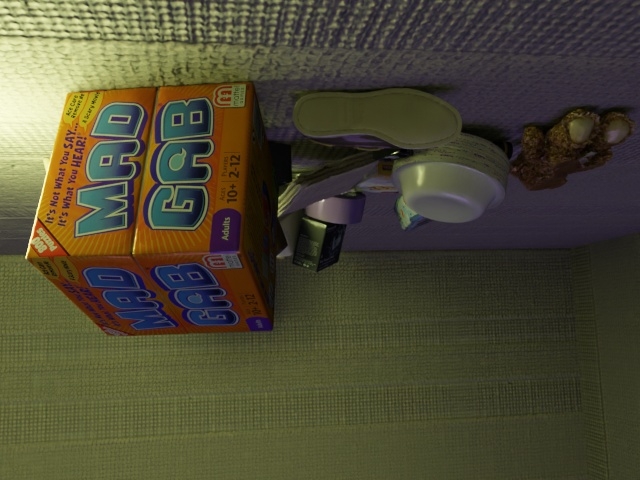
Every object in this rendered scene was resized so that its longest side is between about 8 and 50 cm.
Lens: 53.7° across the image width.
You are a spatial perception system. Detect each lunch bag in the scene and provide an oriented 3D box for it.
[{"bbox_3d":[0.364,-0.126,1.977,0.243,0.115,0.303,-21,176,-5],"label":"lunch bag"}]

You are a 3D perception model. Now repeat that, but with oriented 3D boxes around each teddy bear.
[{"bbox_3d":[0.585,-0.228,1.506,0.245,0.113,0.338,-9,164,4],"label":"teddy bear"}]

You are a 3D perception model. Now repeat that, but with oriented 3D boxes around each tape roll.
[{"bbox_3d":[0.042,-0.116,1.963,0.189,0.080,0.189,10,-164,-3],"label":"tape roll"}]

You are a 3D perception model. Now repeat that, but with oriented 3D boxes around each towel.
[{"bbox_3d":[0.012,-0.150,1.644,0.282,0.049,0.187,-22,170,-36],"label":"towel"}]

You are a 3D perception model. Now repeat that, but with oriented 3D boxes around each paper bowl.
[{"bbox_3d":[0.315,-0.143,1.568,0.284,0.148,0.284,14,163,4],"label":"paper bowl"}]

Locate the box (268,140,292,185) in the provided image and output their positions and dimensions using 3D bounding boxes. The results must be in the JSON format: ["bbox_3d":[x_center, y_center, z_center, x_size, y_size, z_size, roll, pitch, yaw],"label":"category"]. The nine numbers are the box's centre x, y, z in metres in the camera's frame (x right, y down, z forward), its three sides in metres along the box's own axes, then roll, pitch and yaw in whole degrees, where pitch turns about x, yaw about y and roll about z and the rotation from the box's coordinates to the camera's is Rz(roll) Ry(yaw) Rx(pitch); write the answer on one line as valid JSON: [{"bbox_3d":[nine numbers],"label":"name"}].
[{"bbox_3d":[-0.227,-0.186,1.552,0.261,0.103,0.184,5,171,-38],"label":"box"}]

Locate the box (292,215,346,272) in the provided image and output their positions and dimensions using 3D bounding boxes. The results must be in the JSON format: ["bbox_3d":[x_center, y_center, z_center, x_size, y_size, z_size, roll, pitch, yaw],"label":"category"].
[{"bbox_3d":[0.000,0.000,1.975,0.093,0.158,0.156,20,-160,23],"label":"box"}]

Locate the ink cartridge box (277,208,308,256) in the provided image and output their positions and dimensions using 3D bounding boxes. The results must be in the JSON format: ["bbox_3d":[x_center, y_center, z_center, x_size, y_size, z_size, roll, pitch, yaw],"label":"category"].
[{"bbox_3d":[-0.097,-0.069,2.112,0.207,0.119,0.353,-7,-159,36],"label":"ink cartridge box"}]

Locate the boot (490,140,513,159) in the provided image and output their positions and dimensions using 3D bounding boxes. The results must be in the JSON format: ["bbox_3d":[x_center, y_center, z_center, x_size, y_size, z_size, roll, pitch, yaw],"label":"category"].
[{"bbox_3d":[0.379,-0.216,1.637,0.137,0.077,0.198,7,157,-24],"label":"boot"}]

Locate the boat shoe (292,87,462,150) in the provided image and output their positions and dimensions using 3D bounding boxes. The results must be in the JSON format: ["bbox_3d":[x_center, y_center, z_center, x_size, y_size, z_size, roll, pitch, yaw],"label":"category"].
[{"bbox_3d":[0.110,-0.233,1.250,0.324,0.116,0.097,2,177,3],"label":"boat shoe"}]

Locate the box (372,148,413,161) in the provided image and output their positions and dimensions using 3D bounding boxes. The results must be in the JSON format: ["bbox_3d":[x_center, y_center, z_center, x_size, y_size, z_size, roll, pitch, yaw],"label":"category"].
[{"bbox_3d":[0.169,-0.225,1.495,0.083,0.062,0.052,-9,171,44],"label":"box"}]

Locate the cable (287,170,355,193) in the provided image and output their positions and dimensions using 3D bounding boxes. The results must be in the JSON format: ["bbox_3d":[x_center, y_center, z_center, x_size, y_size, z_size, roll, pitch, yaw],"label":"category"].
[{"bbox_3d":[-0.043,-0.167,1.845,0.287,0.072,0.139,-3,177,4],"label":"cable"}]

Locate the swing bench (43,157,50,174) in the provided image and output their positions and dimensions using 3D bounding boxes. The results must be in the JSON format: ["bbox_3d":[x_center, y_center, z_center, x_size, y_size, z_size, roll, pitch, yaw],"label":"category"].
[{"bbox_3d":[-0.616,-0.076,1.718,0.165,0.254,0.253,-3,173,6],"label":"swing bench"}]

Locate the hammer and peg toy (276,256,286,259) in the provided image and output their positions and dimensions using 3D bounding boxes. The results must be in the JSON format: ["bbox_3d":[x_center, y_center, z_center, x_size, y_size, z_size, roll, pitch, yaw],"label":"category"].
[{"bbox_3d":[-0.278,0.030,2.436,0.266,0.127,0.361,11,162,-17],"label":"hammer and peg toy"}]

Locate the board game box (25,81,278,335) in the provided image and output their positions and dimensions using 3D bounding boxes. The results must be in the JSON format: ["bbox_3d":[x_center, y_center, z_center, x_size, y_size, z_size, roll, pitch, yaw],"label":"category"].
[{"bbox_3d":[-0.284,-0.046,1.235,0.356,0.356,0.356,-2,151,4],"label":"board game box"}]

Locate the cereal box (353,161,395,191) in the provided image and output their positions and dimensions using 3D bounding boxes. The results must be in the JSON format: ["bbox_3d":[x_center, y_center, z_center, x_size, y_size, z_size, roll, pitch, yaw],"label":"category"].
[{"bbox_3d":[0.199,-0.183,1.883,0.173,0.047,0.240,2,172,-19],"label":"cereal box"}]

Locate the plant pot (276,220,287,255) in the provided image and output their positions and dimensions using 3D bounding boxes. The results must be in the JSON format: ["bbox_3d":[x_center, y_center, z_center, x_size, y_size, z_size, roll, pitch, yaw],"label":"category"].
[{"bbox_3d":[-0.208,-0.042,1.854,0.215,0.230,0.215,-40,177,-2],"label":"plant pot"}]
